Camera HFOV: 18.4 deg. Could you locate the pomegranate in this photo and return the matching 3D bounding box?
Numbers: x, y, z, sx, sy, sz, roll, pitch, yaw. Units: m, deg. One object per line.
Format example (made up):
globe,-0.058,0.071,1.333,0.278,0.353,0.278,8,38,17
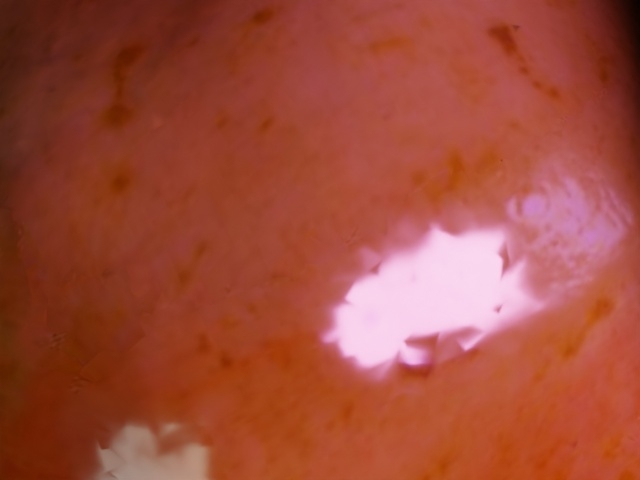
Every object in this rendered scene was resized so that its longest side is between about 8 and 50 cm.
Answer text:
pomegranate,-0.004,0.005,0.421,0.209,0.209,0.209,21,155,10
